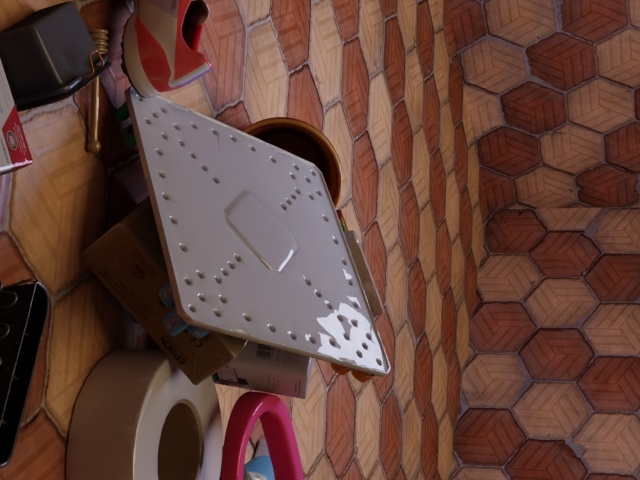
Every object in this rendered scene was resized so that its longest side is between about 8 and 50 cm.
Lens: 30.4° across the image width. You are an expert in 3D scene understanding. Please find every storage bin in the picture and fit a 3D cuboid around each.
[{"bbox_3d":[-0.314,-0.222,1.386,0.135,0.098,0.091,-60,135,-57],"label":"storage bin"}]

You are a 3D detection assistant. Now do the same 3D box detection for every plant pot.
[{"bbox_3d":[-0.064,-0.114,2.011,0.188,0.205,0.205,-82,168,-78],"label":"plant pot"}]

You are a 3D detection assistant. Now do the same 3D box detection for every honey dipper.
[{"bbox_3d":[-0.293,-0.194,1.537,0.030,0.031,0.160,-5,96,-72],"label":"honey dipper"}]

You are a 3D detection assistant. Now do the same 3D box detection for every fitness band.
[{"bbox_3d":[-0.090,0.361,1.745,0.209,0.054,0.290,-56,144,-48],"label":"fitness band"}]

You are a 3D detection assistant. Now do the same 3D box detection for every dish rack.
[{"bbox_3d":[-0.384,0.093,1.175,0.271,0.074,0.208,57,35,-57],"label":"dish rack"}]

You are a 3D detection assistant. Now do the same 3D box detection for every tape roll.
[{"bbox_3d":[-0.232,0.290,1.599,0.286,0.100,0.286,-1,90,-72],"label":"tape roll"}]

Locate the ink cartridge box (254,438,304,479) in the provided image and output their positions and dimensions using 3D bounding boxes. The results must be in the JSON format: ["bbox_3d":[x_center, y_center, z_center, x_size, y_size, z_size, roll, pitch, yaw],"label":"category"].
[{"bbox_3d":[-0.081,0.568,2.112,0.307,0.072,0.303,-76,157,-43],"label":"ink cartridge box"}]

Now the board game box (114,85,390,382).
[{"bbox_3d":[-0.096,-0.001,1.635,0.390,0.050,0.389,20,40,-44],"label":"board game box"}]

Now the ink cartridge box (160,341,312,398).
[{"bbox_3d":[-0.115,0.133,1.760,0.092,0.220,0.160,95,6,-58],"label":"ink cartridge box"}]

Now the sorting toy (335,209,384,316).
[{"bbox_3d":[-0.047,0.060,1.946,0.257,0.256,0.089,67,9,-58],"label":"sorting toy"}]

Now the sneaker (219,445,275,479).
[{"bbox_3d":[-0.131,0.385,1.870,0.319,0.127,0.208,-55,142,-62],"label":"sneaker"}]

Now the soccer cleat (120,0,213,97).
[{"bbox_3d":[-0.207,-0.344,1.625,0.108,0.117,0.318,52,30,-58],"label":"soccer cleat"}]

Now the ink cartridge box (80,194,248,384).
[{"bbox_3d":[-0.184,0.050,1.598,0.234,0.088,0.193,50,26,-6],"label":"ink cartridge box"}]

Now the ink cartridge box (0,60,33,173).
[{"bbox_3d":[-0.377,-0.114,1.166,0.175,0.072,0.127,-35,110,-69],"label":"ink cartridge box"}]
